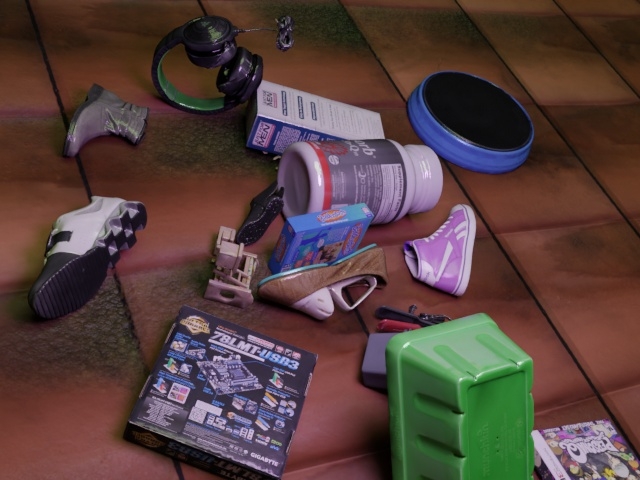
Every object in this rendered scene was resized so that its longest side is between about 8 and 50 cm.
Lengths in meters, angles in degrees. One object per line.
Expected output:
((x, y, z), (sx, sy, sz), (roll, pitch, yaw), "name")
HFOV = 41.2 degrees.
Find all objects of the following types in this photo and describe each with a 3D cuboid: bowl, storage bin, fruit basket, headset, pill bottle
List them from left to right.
((-0.230, -0.429, 2.065), (0.243, 0.394, 0.185), (45, 29, -39), "headset")
((0.096, -0.139, 2.045), (0.363, 0.210, 0.210), (-5, 51, -29), "pill bottle")
((0.141, 0.256, 1.786), (0.091, 0.098, 0.135), (2, 42, 16), "storage bin")
((0.238, 0.321, 1.628), (0.283, 0.392, 0.392), (-11, 54, -27), "fruit basket")
((0.448, -0.358, 2.508), (0.391, 0.077, 0.391), (13, 45, -13), "bowl")

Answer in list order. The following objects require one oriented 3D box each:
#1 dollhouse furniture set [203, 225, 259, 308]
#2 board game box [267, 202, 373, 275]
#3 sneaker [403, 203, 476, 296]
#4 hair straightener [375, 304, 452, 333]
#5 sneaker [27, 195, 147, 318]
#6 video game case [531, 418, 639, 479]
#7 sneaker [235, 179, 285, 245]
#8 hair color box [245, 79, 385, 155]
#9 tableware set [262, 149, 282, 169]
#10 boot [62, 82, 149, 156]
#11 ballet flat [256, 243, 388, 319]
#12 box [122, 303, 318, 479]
((-0.169, 0.020, 1.810), (0.101, 0.161, 0.182), (16, 45, -10), "dollhouse furniture set")
((0.000, 0.000, 1.906), (0.210, 0.160, 0.047), (-12, 54, -33), "board game box")
((0.289, -0.003, 2.084), (0.161, 0.102, 0.282), (18, 44, -3), "sneaker")
((0.230, 0.175, 1.923), (0.230, 0.047, 0.089), (9, 46, -17), "hair straightener")
((-0.498, 0.025, 1.709), (0.146, 0.122, 0.330), (17, 42, 17), "sneaker")
((0.562, 0.475, 1.769), (0.232, 0.041, 0.210), (-2, 41, -24), "video game case")
((-0.139, -0.063, 1.958), (0.051, 0.170, 0.089), (45, -4, -29), "sneaker")
((-0.014, -0.287, 2.193), (0.347, 0.105, 0.174), (14, 38, -16), "hair color box")
((-0.093, -0.214, 2.168), (0.154, 0.024, 0.104), (36, 38, 13), "tableware set")
((-0.495, -0.265, 2.001), (0.161, 0.083, 0.246), (23, 45, -10), "boot")
((0.023, 0.104, 1.873), (0.342, 0.116, 0.124), (-15, 76, -39), "ballet flat")
((-0.179, 0.292, 1.612), (0.296, 0.073, 0.293), (21, 43, -4), "box")
